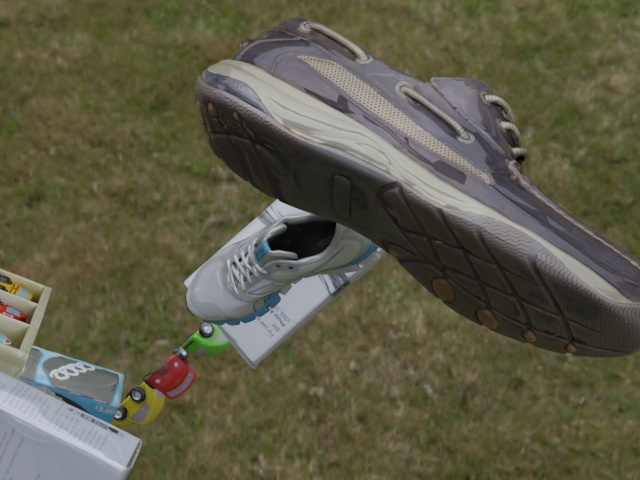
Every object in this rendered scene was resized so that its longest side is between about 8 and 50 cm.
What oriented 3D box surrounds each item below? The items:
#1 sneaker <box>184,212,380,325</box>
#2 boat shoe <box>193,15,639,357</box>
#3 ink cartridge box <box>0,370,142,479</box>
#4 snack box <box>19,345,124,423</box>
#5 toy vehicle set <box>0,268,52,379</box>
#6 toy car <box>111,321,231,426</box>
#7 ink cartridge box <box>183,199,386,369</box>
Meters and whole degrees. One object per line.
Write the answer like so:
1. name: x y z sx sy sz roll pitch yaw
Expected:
1. sneaker: -0.043 0.013 0.973 0.191 0.083 0.071 -27 72 21
2. boat shoe: 0.084 -0.052 0.794 0.355 0.132 0.130 32 68 9
3. ink cartridge box: -0.261 0.174 0.752 0.224 0.223 0.045 27 19 -5
4. snack box: -0.406 0.183 1.313 0.322 0.187 0.060 20 34 -15
5. toy vehicle set: -0.309 0.048 0.935 0.166 0.035 0.267 22 4 -12
6. toy car: -0.182 0.167 1.615 0.053 0.239 0.225 47 54 -1
7. ink cartridge box: 0.000 0.000 1.286 0.289 0.211 0.121 -41 87 -3
